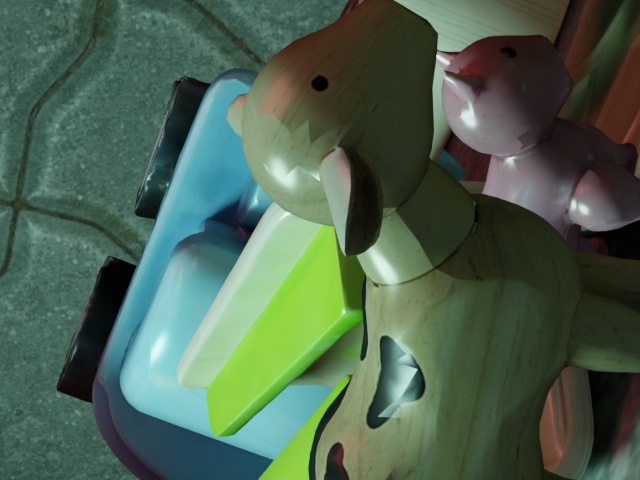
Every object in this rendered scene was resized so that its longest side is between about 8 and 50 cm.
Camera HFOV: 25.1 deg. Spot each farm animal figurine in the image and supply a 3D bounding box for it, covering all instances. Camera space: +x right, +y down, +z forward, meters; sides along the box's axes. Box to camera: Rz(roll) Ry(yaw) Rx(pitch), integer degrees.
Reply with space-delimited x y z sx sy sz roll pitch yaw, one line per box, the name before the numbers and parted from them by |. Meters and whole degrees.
farm animal figurine | 0.049 -0.094 0.382 0.327 0.172 0.330 117 158 -60

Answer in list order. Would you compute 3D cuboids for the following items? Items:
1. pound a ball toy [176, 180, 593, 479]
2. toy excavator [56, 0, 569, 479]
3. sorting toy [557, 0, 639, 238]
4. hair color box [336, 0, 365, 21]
pound a ball toy | 0.019 0.128 0.649 0.319 0.135 0.208 123 144 -65
toy excavator | 0.000 0.000 0.863 0.445 0.222 0.433 -113 45 -76
sorting toy | 0.154 -0.091 0.602 0.229 0.041 0.307 -63 4 -12
hair color box | 0.134 -0.272 1.060 0.347 0.105 0.174 -62 6 -14
